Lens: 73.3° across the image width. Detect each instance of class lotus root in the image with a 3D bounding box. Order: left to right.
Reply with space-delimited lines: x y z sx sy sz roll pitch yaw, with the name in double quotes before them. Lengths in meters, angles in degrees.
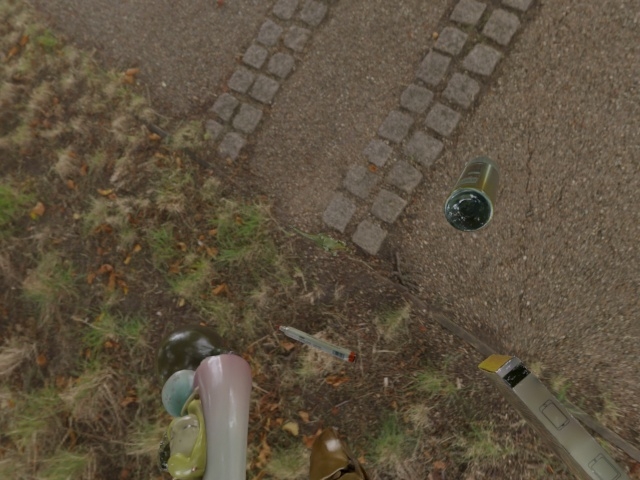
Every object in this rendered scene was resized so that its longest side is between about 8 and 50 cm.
"lotus root" -0.382 0.537 1.129 0.070 0.144 0.143 23 75 11

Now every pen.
"pen" -0.013 0.240 1.019 0.218 0.026 0.026 17 81 24

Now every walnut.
"walnut" 0.035 0.394 0.678 0.087 0.211 0.167 -34 48 -10

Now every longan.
"longan" -0.280 0.281 0.983 0.204 0.159 0.185 -19 96 28

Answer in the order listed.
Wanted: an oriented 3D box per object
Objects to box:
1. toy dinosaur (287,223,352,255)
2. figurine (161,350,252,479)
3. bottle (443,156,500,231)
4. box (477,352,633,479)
"toy dinosaur" 0.002 0.001 0.663 0.026 0.113 0.041 -68 19 7
"figurine" -0.188 0.377 0.636 0.284 0.206 0.316 -34 36 15
"bottle" 0.301 -0.100 0.836 0.082 0.286 0.082 9 114 21
"box" 0.278 0.229 0.468 0.033 0.129 0.247 -40 73 -1
